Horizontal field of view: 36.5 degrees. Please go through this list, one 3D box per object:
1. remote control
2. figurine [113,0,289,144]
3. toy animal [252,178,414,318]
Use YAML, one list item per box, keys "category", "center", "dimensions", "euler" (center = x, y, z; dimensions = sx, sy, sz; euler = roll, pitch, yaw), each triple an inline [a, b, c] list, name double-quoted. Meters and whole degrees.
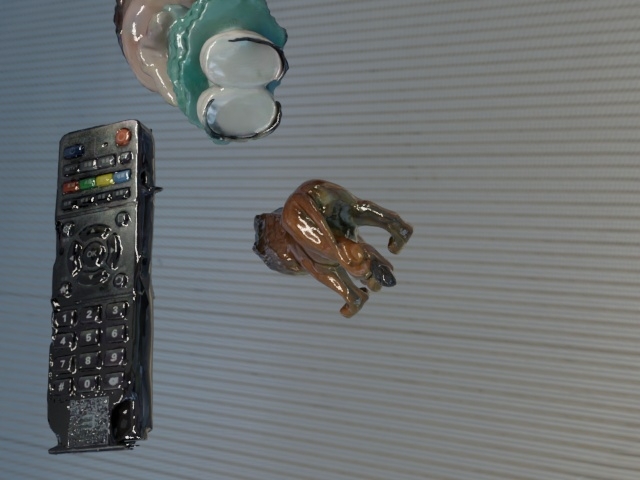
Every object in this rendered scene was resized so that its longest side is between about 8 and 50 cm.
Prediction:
- category: "remote control"
  center: [-0.251, 0.050, 1.151]
  dimensions: [0.144, 0.062, 0.399]
  euler: [-8, 71, 20]
- category: "figurine"
  center: [-0.092, -0.160, 0.751]
  dimensions: [0.245, 0.110, 0.138]
  euler: [-134, 45, -54]
- category: "toy animal"
  center: [0.000, 0.000, 1.009]
  dimensions: [0.157, 0.312, 0.097]
  euler: [30, 76, 1]
